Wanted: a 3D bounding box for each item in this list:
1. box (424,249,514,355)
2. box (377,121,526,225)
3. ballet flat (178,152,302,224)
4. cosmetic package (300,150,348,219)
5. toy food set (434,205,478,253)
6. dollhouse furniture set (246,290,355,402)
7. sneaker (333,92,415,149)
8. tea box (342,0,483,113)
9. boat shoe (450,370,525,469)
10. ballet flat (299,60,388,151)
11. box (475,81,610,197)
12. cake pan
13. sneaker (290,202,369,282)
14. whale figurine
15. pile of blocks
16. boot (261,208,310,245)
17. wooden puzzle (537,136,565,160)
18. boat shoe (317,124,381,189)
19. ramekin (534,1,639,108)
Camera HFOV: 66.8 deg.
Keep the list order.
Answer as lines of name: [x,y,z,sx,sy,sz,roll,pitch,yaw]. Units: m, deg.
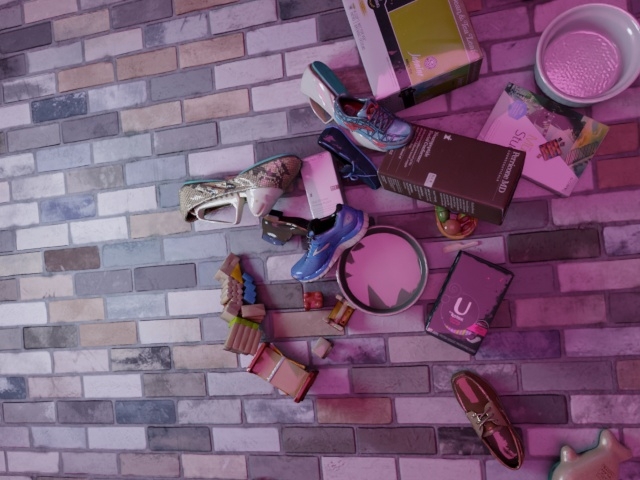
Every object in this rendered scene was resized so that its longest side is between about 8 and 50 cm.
box: [0.446,0.183,1.475,0.165,0.143,0.270,24,96,12]
box: [0.382,-0.203,1.440,0.382,0.143,0.191,20,79,21]
ballet flat: [-0.268,-0.144,1.621,0.483,0.164,0.181,-11,75,23]
cosmetic package: [0.014,-0.170,1.610,0.117,0.085,0.231,-17,88,13]
toy food set: [0.426,-0.073,1.514,0.128,0.071,0.217,-8,89,14]
dollhouse furniture set: [-0.055,0.331,1.622,0.201,0.152,0.374,31,80,12]
sneaker: [0.148,-0.350,1.412,0.262,0.125,0.104,24,84,13]
tea box: [0.280,-0.605,1.469,0.324,0.220,0.328,-18,86,14]
boat shoe: [0.515,0.544,1.475,0.123,0.116,0.324,-38,82,11]
ballet flat: [0.074,-0.408,1.584,0.139,0.139,0.400,-42,77,11]
box: [0.652,-0.302,1.463,0.322,0.058,0.232,29,97,10]
cake pan: [0.199,0.097,1.563,0.293,0.054,0.293,-1,83,9]
sneaker: [0.000,0.000,1.548,0.147,0.129,0.330,30,118,-23]
whale figurine: [0.783,0.684,1.420,0.216,0.141,0.272,43,75,10]
pile of blocks: [-0.284,0.228,1.682,0.149,0.113,0.362,1,67,-28]
boot: [-0.101,-0.026,1.657,0.219,0.082,0.106,21,115,11]
wooden puzzle: [0.677,-0.267,1.426,0.083,0.006,0.049,-21,86,13]
boat shoe: [0.088,-0.249,1.557,0.258,0.109,0.089,43,76,-9]
ramekin: [0.757,-0.516,1.394,0.277,0.135,0.277,0,91,14]
